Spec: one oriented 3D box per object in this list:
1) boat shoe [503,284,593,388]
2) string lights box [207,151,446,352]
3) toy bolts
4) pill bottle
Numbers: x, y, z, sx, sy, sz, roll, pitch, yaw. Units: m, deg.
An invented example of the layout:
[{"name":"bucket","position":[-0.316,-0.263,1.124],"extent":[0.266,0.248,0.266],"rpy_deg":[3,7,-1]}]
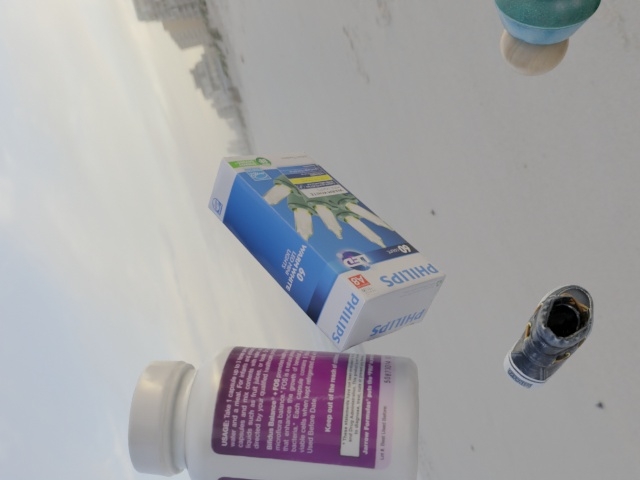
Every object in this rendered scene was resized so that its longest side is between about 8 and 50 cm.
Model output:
[{"name":"boat shoe","position":[0.268,0.084,0.711],"extent":[0.065,0.183,0.083],"rpy_deg":[37,134,17]},{"name":"string lights box","position":[0.000,0.000,0.755],"extent":[0.260,0.133,0.076],"rpy_deg":[44,128,31]},{"name":"toy bolts","position":[0.259,-0.187,0.538],"extent":[0.158,0.229,0.218],"rpy_deg":[81,-172,-59]},{"name":"pill bottle","position":[-0.046,0.204,0.731],"extent":[0.169,0.302,0.169],"rpy_deg":[3,-90,-85]}]
